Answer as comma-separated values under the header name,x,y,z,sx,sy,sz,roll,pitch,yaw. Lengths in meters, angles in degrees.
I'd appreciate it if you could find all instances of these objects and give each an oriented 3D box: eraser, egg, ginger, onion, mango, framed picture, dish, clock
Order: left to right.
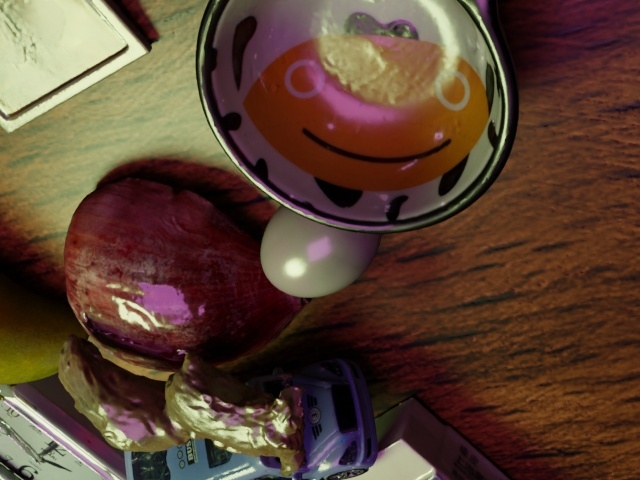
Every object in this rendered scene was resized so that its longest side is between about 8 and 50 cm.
name,x,y,z,sx,sy,sz,roll,pitch,yaw
mango,-0.414,0.081,1.282,0.289,0.146,0.129,31,144,-7
framed picture,-0.326,-0.245,1.066,0.211,0.020,0.289,-22,123,31
clock,-0.337,0.257,1.422,0.253,0.083,0.186,42,128,-12
ginger,-0.148,0.164,1.132,0.290,0.084,0.122,10,129,21
onion,-0.143,0.055,1.180,0.283,0.120,0.227,2,130,19
egg,0.000,0.000,1.093,0.103,0.103,0.135,41,125,-11
dish,0.040,-0.151,0.957,0.303,0.120,0.303,10,127,14
eraser,0.155,0.310,1.277,0.279,0.081,0.124,42,128,-12

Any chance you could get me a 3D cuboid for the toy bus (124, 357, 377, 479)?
name,x,y,z,sx,sy,sz,roll,pitch,yaw
toy bus,-0.081,0.224,1.243,0.292,0.125,0.133,-27,153,34
